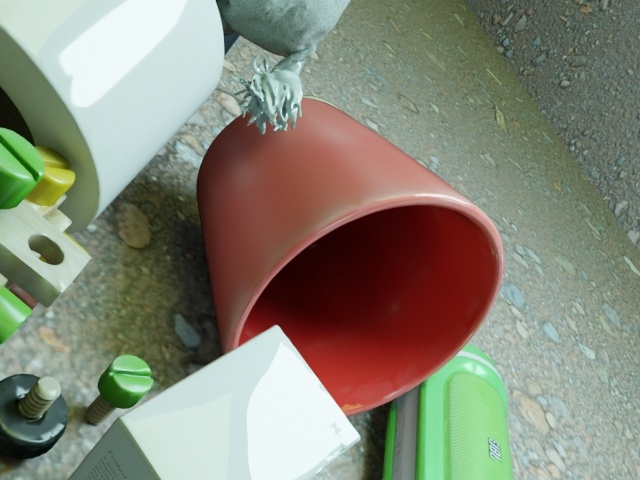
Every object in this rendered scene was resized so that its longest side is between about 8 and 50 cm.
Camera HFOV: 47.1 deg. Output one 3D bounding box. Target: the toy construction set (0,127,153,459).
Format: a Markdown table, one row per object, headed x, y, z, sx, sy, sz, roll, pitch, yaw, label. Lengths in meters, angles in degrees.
| x | y | z | sx | sy | sz | roll | pitch | yaw | label |
| --- | --- | --- | --- | --- | --- | --- | --- | --- | --- |
| -0.239 | -0.025 | 0.444 | 0.308 | 0.237 | 0.257 | 52 | 29 | 11 | toy construction set |

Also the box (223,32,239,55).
| x | y | z | sx | sy | sz | roll | pitch | yaw | label |
| --- | --- | --- | --- | --- | --- | --- | --- | --- | --- |
| -0.230 | -0.295 | 0.875 | 0.270 | 0.165 | 0.143 | -5 | 56 | -54 | box |

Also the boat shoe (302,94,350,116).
| x | y | z | sx | sy | sz | roll | pitch | yaw | label |
| --- | --- | --- | --- | --- | --- | --- | --- | --- | --- |
| 0.036 | -0.101 | 1.057 | 0.257 | 0.095 | 0.095 | 46 | 35 | 0 | boat shoe |

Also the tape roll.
| x | y | z | sx | sy | sz | roll | pitch | yaw | label |
| --- | --- | --- | --- | --- | --- | --- | --- | --- | --- |
| -0.220 | -0.148 | 0.565 | 0.246 | 0.246 | 0.169 | 40 | 54 | -10 | tape roll |

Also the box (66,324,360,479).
| x | y | z | sx | sy | sz | roll | pitch | yaw | label |
| --- | --- | --- | --- | --- | --- | --- | --- | --- | --- |
| -0.082 | 0.152 | 0.470 | 0.130 | 0.170 | 0.091 | -26 | 74 | -47 | box |

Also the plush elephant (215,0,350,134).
| x | y | z | sx | sy | sz | roll | pitch | yaw | label |
| --- | --- | --- | --- | --- | --- | --- | --- | --- | --- |
| -0.104 | -0.284 | 0.665 | 0.256 | 0.272 | 0.329 | 26 | 62 | -29 | plush elephant |

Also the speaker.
| x | y | z | sx | sy | sz | roll | pitch | yaw | label |
| --- | --- | --- | --- | --- | --- | --- | --- | --- | --- |
| 0.127 | 0.231 | 0.714 | 0.131 | 0.131 | 0.296 | 38 | 30 | -14 | speaker |

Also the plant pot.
| x | y | z | sx | sy | sz | roll | pitch | yaw | label |
| --- | --- | --- | --- | --- | --- | --- | --- | --- | --- |
| 0.000 | 0.000 | 0.729 | 0.275 | 0.275 | 0.243 | 19 | 27 | -40 | plant pot |
